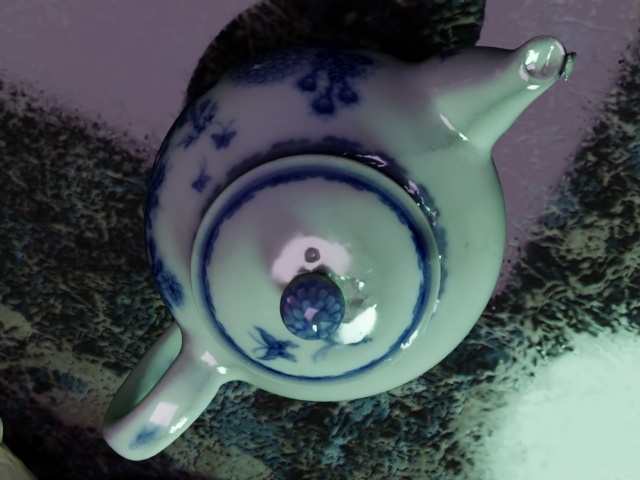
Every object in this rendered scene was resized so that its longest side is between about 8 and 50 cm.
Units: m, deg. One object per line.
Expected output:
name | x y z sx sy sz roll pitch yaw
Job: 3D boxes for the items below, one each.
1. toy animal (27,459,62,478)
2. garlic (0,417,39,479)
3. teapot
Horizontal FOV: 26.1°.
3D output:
toy animal | -0.383 0.141 1.082 0.195 0.090 0.324 -43 107 -7
garlic | -0.246 0.225 1.101 0.084 0.066 0.152 -41 95 -25
teapot | 0.000 0.000 0.937 0.424 0.280 0.252 -42 103 16
